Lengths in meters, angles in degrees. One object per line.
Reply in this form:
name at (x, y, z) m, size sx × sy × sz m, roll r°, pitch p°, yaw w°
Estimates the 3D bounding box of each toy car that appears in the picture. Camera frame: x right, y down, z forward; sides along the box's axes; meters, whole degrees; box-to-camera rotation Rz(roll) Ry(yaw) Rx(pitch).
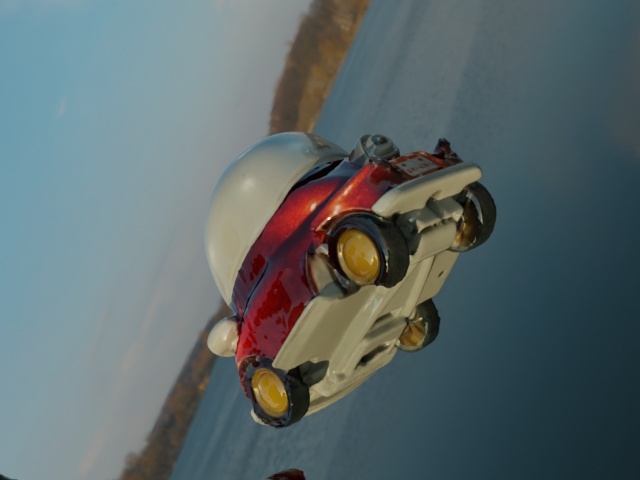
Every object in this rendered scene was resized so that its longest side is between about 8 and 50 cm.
toy car at (0.000, 0.000, 0.381) m, size 0.112 × 0.112 × 0.139 m, roll -20°, pitch -33°, yaw -43°

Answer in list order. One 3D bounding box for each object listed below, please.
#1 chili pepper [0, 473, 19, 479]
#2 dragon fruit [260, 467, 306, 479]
chili pepper at (-0.428, 0.246, 0.865) m, size 0.136 × 0.270 × 0.099 m, roll -17°, pitch 46°, yaw 29°
dragon fruit at (-0.039, 0.267, 0.761) m, size 0.068 × 0.126 × 0.112 m, roll 177°, pitch 90°, yaw -78°
